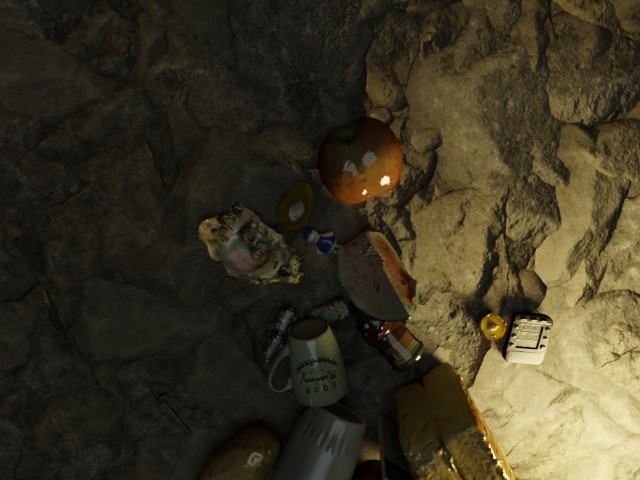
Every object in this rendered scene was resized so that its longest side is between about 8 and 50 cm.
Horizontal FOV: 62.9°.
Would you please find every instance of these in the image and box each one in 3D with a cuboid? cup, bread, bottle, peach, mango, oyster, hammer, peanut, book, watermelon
[{"bbox_3d":[-0.006,0.738,1.742,0.253,0.253,0.372,24,89,-10],"label":"cup"},{"bbox_3d":[-0.054,0.394,1.684,0.258,0.186,0.234,-15,111,-7],"label":"cup"},{"bbox_3d":[0.432,0.670,1.720,0.279,0.390,0.371,-26,106,10],"label":"bread"},{"bbox_3d":[0.211,0.293,1.713,0.156,0.143,0.271,-42,91,25],"label":"bottle"},{"bbox_3d":[0.121,-0.229,1.543,0.252,0.252,0.253,-1,104,-5],"label":"peach"},{"bbox_3d":[0.582,0.295,1.796,0.098,0.061,0.098,2,82,-13],"label":"peach"},{"bbox_3d":[-0.074,-0.108,1.635,0.103,0.076,0.161,20,93,-3],"label":"mango"},{"bbox_3d":[-0.218,0.036,1.653,0.354,0.107,0.201,38,78,0],"label":"oyster"},{"bbox_3d":[-0.505,0.605,1.802,0.062,0.017,0.182,-30,105,3],"label":"hammer"},{"bbox_3d":[-0.291,0.791,1.788,0.387,0.169,0.192,-41,93,9],"label":"peanut"},{"bbox_3d":[0.273,0.736,1.760,0.201,0.289,0.026,40,110,-12],"label":"book"},{"bbox_3d":[0.190,0.126,1.629,0.224,0.180,0.305,-24,70,-12],"label":"watermelon"}]

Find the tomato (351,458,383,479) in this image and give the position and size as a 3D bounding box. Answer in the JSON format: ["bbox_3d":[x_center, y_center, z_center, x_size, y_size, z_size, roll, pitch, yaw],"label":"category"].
[{"bbox_3d":[0.224,0.904,1.782,0.239,0.303,0.303,-21,109,39],"label":"tomato"}]

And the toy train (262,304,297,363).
[{"bbox_3d":[-0.135,0.307,1.730,0.060,0.081,0.202,24,94,-11],"label":"toy train"}]

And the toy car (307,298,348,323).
[{"bbox_3d":[0.026,0.239,1.738,0.142,0.055,0.069,-23,104,15],"label":"toy car"}]

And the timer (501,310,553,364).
[{"bbox_3d":[0.719,0.338,1.825,0.144,0.055,0.187,6,107,-5],"label":"timer"}]

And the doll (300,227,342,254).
[{"bbox_3d":[0.000,0.000,1.676,0.143,0.058,0.099,27,121,-9],"label":"doll"}]
